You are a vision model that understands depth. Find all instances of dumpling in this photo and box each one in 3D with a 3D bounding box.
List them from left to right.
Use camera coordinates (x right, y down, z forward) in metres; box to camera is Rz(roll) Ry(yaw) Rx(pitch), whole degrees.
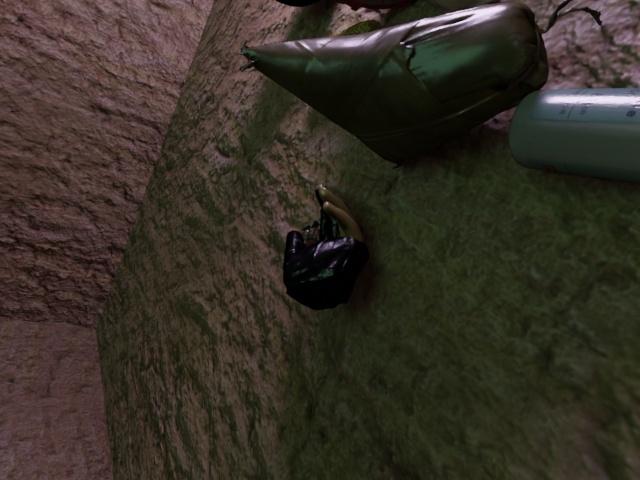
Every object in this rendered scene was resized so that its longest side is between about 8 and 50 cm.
[{"bbox_3d":[0.266,-0.490,0.831,0.136,0.118,0.199,-37,70,43],"label":"dumpling"}]

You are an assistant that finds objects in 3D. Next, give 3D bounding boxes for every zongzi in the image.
[{"bbox_3d":[0.144,-0.285,0.664,0.447,0.418,0.181,-21,56,56],"label":"zongzi"}]

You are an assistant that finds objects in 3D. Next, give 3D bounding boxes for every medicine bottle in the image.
[{"bbox_3d":[0.393,-0.115,0.497,0.352,0.110,0.110,26,98,54],"label":"medicine bottle"}]

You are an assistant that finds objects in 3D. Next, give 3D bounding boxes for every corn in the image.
[{"bbox_3d":[0.054,-0.487,1.136,0.260,0.091,0.091,-3,109,53],"label":"corn"}]

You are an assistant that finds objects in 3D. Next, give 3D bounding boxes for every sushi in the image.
[{"bbox_3d":[-0.022,0.001,1.093,0.126,0.026,0.120,-28,54,45],"label":"sushi"}]

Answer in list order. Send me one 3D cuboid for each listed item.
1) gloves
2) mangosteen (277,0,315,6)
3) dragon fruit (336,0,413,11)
[{"bbox_3d":[0.003,0.008,0.952,0.197,0.152,0.301,-16,55,27],"label":"gloves"},{"bbox_3d":[-0.060,-0.852,1.276,0.297,0.297,0.313,14,78,55],"label":"mangosteen"},{"bbox_3d":[0.125,-0.677,0.948,0.305,0.305,0.226,-18,60,50],"label":"dragon fruit"}]
